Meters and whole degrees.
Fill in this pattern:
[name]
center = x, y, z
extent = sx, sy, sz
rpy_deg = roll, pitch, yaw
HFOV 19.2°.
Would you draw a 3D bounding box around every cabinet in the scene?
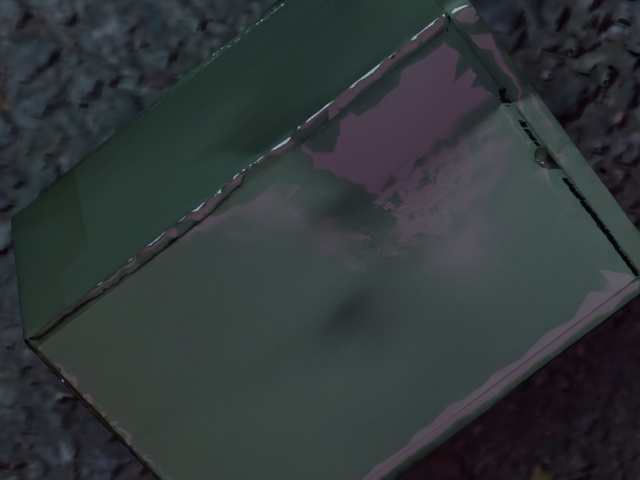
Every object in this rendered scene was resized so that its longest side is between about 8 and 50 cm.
[cabinet]
center = 0.000, 0.000, 0.779
extent = 0.206, 0.150, 0.145
rpy_deg = -38, 113, 5
